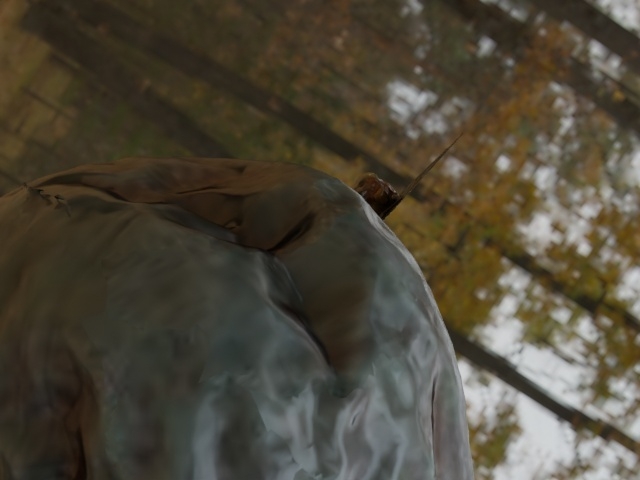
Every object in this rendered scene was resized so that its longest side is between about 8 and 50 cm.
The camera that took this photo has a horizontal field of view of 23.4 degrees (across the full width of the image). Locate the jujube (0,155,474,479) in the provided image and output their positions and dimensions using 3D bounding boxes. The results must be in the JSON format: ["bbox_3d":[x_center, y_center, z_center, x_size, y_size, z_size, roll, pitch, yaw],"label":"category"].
[{"bbox_3d":[-0.046,0.123,0.675,0.215,0.247,0.307,-18,116,-52],"label":"jujube"}]

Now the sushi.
[{"bbox_3d":[0.000,0.000,1.163,0.210,0.040,0.193,-44,-179,40],"label":"sushi"}]
